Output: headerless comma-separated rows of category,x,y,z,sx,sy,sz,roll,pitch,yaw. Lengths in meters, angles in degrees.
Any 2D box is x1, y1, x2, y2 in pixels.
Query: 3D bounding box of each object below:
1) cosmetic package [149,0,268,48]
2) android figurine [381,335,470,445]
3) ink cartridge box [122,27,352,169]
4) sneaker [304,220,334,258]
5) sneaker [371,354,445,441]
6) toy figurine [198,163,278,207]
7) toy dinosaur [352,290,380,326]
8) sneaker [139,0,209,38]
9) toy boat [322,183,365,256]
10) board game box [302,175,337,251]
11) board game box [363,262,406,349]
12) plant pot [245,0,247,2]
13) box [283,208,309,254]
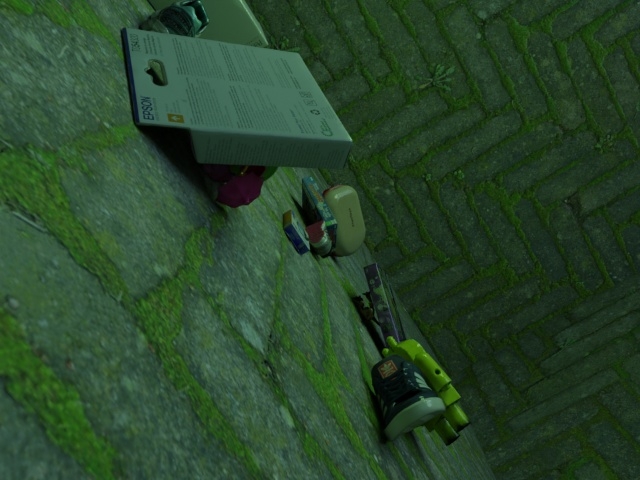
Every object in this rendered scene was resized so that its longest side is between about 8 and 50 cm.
cosmetic package,-0.312,-0.615,1.471,0.365,0.197,0.155,51,11,-41
android figurine,0.239,0.347,1.393,0.273,0.056,0.248,52,-27,27
ink cartridge box,-0.151,-0.237,0.974,0.324,0.330,0.071,-113,-148,-44
sneaker,0.000,0.000,1.606,0.170,0.063,0.074,-106,171,-70
sneaker,0.160,0.306,1.190,0.148,0.131,0.350,62,-2,15
toy figurine,-0.150,-0.126,0.975,0.173,0.130,0.159,33,27,-20
toy dinosaur,0.142,0.216,1.754,0.211,0.064,0.112,39,34,-70
sneaker,-0.290,-0.457,1.251,0.110,0.122,0.283,56,8,-27
toy boat,0.044,-0.061,1.887,0.151,0.151,0.231,-25,107,-43
board game box,-0.005,-0.077,1.765,0.136,0.035,0.201,92,-24,-53
board game box,0.213,0.252,1.759,0.208,0.056,0.346,50,24,-72
plant pot,-0.323,-0.821,1.840,0.274,0.294,0.275,57,7,-12
box,-0.058,-0.019,1.412,0.081,0.028,0.136,57,6,-19
